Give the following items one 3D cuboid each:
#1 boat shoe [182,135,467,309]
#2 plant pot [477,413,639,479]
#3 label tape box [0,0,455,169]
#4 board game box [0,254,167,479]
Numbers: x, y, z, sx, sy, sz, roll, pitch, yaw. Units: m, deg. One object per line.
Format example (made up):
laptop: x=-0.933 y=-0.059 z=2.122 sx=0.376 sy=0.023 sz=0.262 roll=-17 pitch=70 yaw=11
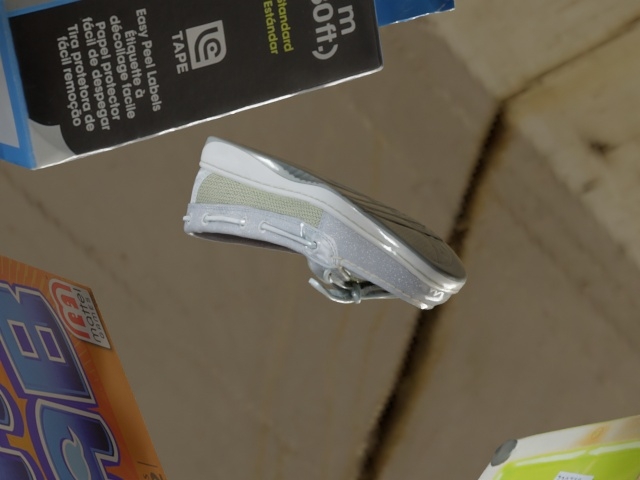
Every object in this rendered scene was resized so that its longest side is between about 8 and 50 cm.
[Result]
boat shoe: x=-0.002 y=-0.001 z=1.695 sx=0.118 sy=0.320 sz=0.103 roll=17 pitch=-82 yaw=-50
plant pot: x=0.148 y=0.204 z=0.830 sx=0.207 sy=0.228 sz=0.227 roll=45 pitch=-117 yaw=-13
label tape box: x=-0.056 y=-0.209 z=1.112 sx=0.348 sy=0.115 sz=0.249 roll=-18 pitch=-71 yaw=-26
board game box: x=-0.327 y=0.230 z=1.277 sx=0.356 sy=0.356 sz=0.356 roll=27 pitch=-146 yaw=-60
